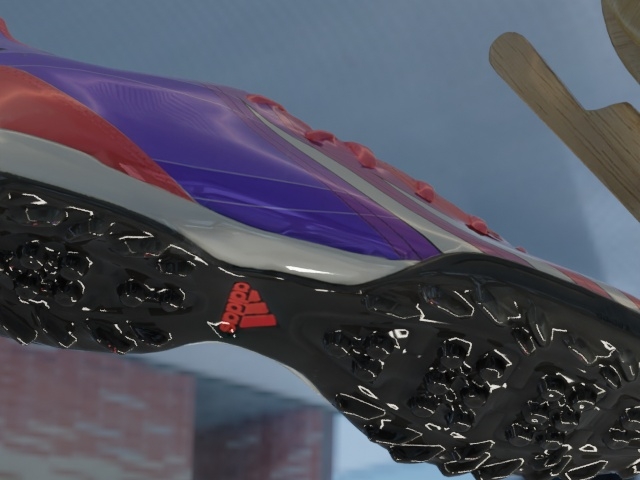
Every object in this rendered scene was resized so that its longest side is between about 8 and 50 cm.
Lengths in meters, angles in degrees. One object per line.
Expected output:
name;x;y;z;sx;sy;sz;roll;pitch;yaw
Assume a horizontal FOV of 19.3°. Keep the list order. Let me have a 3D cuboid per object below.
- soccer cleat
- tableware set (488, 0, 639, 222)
soccer cleat;0.000;0.000;0.699;0.318;0.116;0.108;16;136;-7
tableware set;0.114;-0.035;0.345;0.128;0.194;0.039;-46;138;11
